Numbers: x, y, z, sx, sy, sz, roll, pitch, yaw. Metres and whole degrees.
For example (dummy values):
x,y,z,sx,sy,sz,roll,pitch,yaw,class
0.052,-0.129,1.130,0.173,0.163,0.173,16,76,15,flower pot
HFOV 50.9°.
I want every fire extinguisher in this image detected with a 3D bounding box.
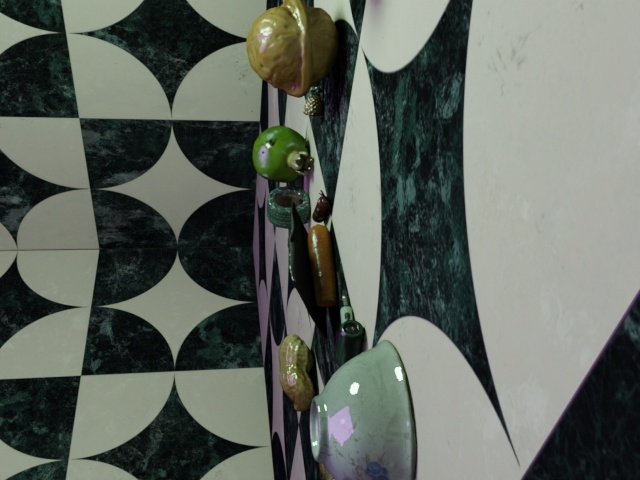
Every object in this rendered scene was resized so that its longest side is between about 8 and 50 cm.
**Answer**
x,y,z,sx,sy,sz,roll,pitch,yaw,class
0.004,-0.087,1.810,0.056,0.039,0.132,53,160,11,fire extinguisher

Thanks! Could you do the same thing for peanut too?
x,y,z,sx,sy,sz,roll,pitch,yaw,class
-0.074,0.411,2.095,0.197,0.110,0.233,109,160,-62,peanut

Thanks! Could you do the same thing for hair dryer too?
x,y,z,sx,sy,sz,roll,pitch,yaw,class
0.059,0.182,1.504,0.198,0.057,0.100,-95,11,-55,hair dryer

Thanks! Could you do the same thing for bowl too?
x,y,z,sx,sy,sz,roll,pitch,yaw,class
0.059,0.340,1.226,0.313,0.146,0.313,179,90,-79,bowl

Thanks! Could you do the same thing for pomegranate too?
x,y,z,sx,sy,sz,roll,pitch,yaw,class
-0.107,-0.262,2.109,0.225,0.187,0.187,30,124,47,pomegranate

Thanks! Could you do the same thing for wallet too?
x,y,z,sx,sy,sz,roll,pitch,yaw,class
-0.036,0.071,1.789,0.323,0.041,0.247,-98,-15,-49,wallet

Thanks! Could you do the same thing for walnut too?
x,y,z,sx,sy,sz,roll,pitch,yaw,class
-0.067,-0.476,1.656,0.257,0.224,0.257,173,90,-76,walnut

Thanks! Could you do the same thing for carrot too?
x,y,z,sx,sy,sz,roll,pitch,yaw,class
0.005,0.058,1.744,0.067,0.067,0.225,112,153,-65,carrot

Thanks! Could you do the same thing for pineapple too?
x,y,z,sx,sy,sz,roll,pitch,yaw,class
-0.016,-0.408,1.868,0.058,0.058,0.124,-126,41,-73,pineapple

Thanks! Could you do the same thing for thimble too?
x,y,z,sx,sy,sz,roll,pitch,yaw,class
-0.104,-0.105,2.141,0.090,0.135,0.118,100,161,-50,thimble

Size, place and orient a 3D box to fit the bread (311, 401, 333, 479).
x,y,z,sx,sy,sz,roll,pitch,yaw,class
0.014,0.519,1.762,0.073,0.053,0.214,100,163,-61,bread
